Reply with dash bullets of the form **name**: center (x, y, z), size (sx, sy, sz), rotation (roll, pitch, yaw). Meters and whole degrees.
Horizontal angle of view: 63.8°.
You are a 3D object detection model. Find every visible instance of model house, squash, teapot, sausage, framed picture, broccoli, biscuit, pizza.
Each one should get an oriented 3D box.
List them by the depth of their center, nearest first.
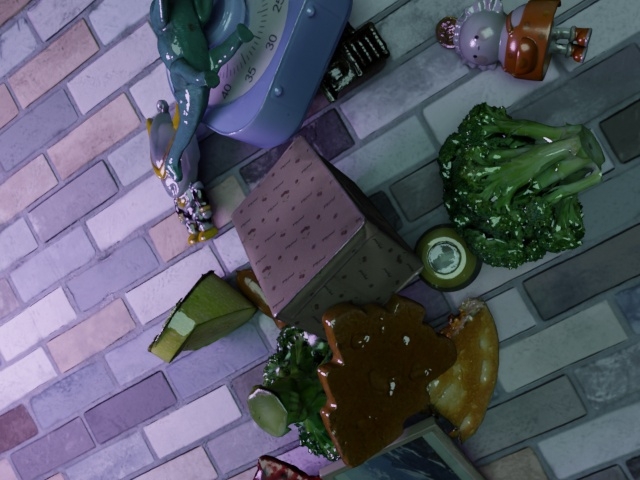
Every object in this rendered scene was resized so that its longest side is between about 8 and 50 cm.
- **biscuit**: center (0.091, 0.237, 0.875), size (0.278, 0.043, 0.302), rotation (26, 86, -25)
- **broccoli**: center (0.350, -0.097, 0.887), size (0.275, 0.307, 0.308), rotation (-24, 89, 51)
- **broccoli**: center (0.001, 0.296, 0.989), size (0.297, 0.297, 0.298), rotation (7, 102, 33)
- **teapot**: center (0.231, 0.035, 0.998), size (0.165, 0.119, 0.131), rotation (-4, 86, 22)
- **pizza**: center (0.243, 0.256, 1.001), size (0.228, 0.081, 0.290), rotation (-4, 101, -25)
- **framed picture**: center (0.190, 0.487, 1.008), size (0.247, 0.022, 0.335), rotation (-30, 120, 13)
- **model house**: center (0.044, -0.375, 1.012), size (0.152, 0.106, 0.165), rotation (-33, 91, 16)
- **squash**: center (-0.253, 0.179, 1.076), size (0.133, 0.220, 0.220), rotation (43, 102, 2)
- **sausage**: center (-0.117, 0.127, 1.121), size (0.183, 0.054, 0.062), rotation (43, 134, 4)

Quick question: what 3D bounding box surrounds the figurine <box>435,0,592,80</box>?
- **figurine**: center (0.346, -0.374, 0.942), size (0.271, 0.143, 0.143), rotation (31, 102, 34)

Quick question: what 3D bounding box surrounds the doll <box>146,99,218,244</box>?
- **doll**: center (-0.306, -0.149, 1.121), size (0.103, 0.145, 0.316), rotation (-20, 97, -19)

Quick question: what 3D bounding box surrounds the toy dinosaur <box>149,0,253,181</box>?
- **toy dinosaur**: center (-0.261, -0.326, 0.905), size (0.331, 0.129, 0.384), rotation (-20, 86, 54)

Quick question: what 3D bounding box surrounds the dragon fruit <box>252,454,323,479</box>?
- **dragon fruit**: center (-0.018, 0.630, 1.020), size (0.330, 0.302, 0.240), rotation (26, 59, 29)

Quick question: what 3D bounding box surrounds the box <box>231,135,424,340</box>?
- **box**: center (0.000, 0.000, 0.943), size (0.225, 0.190, 0.297), rotation (-46, 41, 13)

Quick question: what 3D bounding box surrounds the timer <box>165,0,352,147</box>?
- **timer**: center (-0.155, -0.395, 0.973), size (0.394, 0.173, 0.395), rotation (-2, 87, 36)
